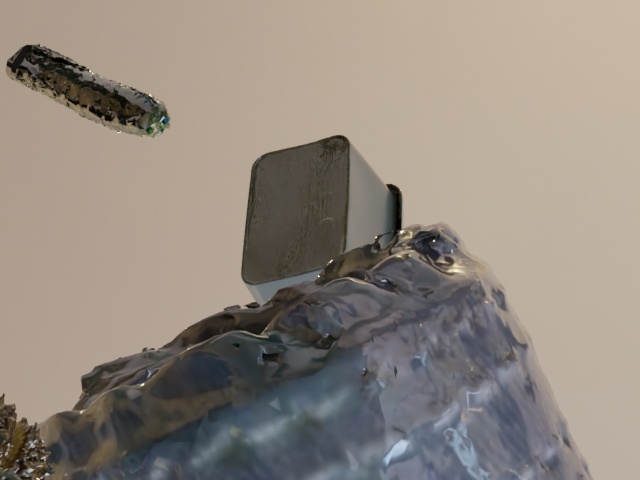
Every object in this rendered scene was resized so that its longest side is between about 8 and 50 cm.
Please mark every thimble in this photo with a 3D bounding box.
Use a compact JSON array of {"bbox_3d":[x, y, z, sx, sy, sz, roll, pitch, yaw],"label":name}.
[{"bbox_3d":[-0.007,0.106,0.716,0.236,0.205,0.172,-26,-91,34],"label":"thimble"}]

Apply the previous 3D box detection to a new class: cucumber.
[{"bbox_3d":[-0.202,-0.128,1.458,0.043,0.044,0.256,-45,-142,-16],"label":"cucumber"}]

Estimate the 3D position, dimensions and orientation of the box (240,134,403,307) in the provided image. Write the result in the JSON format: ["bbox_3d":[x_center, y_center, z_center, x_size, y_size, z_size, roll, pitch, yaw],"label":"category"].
[{"bbox_3d":[0.000,0.000,0.981,0.084,0.069,0.122,-13,-131,19],"label":"box"}]

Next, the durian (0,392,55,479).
[{"bbox_3d":[-0.137,0.084,0.575,0.080,0.091,0.080,27,-55,47],"label":"durian"}]
